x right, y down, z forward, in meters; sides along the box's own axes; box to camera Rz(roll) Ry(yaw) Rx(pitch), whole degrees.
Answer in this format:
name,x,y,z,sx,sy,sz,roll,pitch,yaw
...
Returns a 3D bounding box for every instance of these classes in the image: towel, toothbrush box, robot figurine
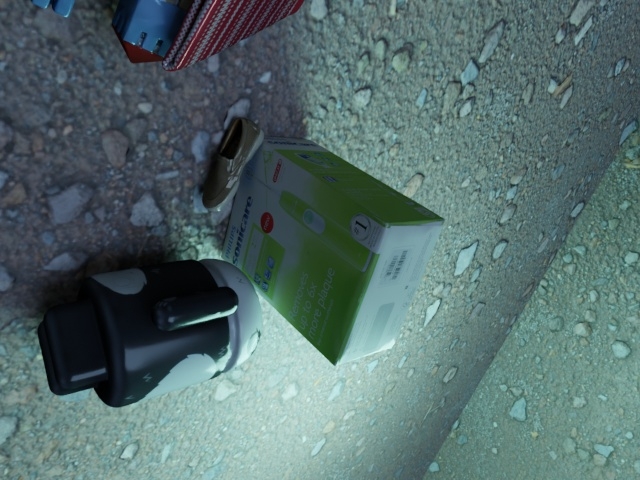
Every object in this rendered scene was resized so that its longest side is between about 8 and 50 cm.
name,x,y,z,sx,sy,sz,roll,pitch,yaw
towel,-0.040,-0.280,0.531,0.199,0.031,0.275,-42,-172,41
toothbrush box,0.000,0.000,0.743,0.122,0.283,0.206,-5,122,-42
robot figurine,-0.212,0.119,0.704,0.278,0.209,0.173,-9,113,-38

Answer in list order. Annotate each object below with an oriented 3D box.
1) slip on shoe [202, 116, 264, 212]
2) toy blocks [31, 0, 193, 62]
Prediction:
name,x,y,z,sx,sy,sz,roll,pitch,yaw
slip on shoe,-0.127,-0.104,0.721,0.135,0.051,0.041,-57,147,1
toy blocks,-0.213,-0.306,0.401,0.381,0.190,0.261,11,121,-45
